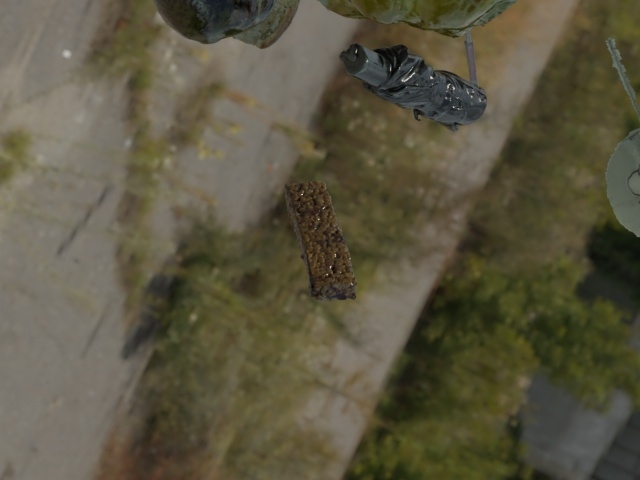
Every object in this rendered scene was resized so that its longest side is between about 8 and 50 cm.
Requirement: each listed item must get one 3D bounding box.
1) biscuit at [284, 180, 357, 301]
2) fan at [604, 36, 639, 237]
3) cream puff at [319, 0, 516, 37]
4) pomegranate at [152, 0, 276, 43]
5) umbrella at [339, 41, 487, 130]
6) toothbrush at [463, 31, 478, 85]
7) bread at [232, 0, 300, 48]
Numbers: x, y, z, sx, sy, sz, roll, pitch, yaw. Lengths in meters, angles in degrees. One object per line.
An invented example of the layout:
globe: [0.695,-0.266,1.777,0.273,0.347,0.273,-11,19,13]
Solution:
biscuit: [0.000,0.000,1.992,0.034,0.064,0.199,94,-14,-47]
fan: [0.489,-0.149,2.291,0.191,0.329,0.009,-24,180,0]
cream puff: [0.100,-0.374,1.438,0.378,0.275,0.378,-47,-162,20]
pomegranate: [-0.096,-0.267,1.574,0.138,0.163,0.125,-9,90,-45]
umbrella: [0.096,-0.164,1.601,0.066,0.059,0.236,-34,153,23]
toothbrush: [0.228,-0.287,2.354,0.194,0.014,0.017,75,-4,-55]
bread: [-0.072,-0.284,1.904,0.083,0.077,0.070,-92,-155,-53]
